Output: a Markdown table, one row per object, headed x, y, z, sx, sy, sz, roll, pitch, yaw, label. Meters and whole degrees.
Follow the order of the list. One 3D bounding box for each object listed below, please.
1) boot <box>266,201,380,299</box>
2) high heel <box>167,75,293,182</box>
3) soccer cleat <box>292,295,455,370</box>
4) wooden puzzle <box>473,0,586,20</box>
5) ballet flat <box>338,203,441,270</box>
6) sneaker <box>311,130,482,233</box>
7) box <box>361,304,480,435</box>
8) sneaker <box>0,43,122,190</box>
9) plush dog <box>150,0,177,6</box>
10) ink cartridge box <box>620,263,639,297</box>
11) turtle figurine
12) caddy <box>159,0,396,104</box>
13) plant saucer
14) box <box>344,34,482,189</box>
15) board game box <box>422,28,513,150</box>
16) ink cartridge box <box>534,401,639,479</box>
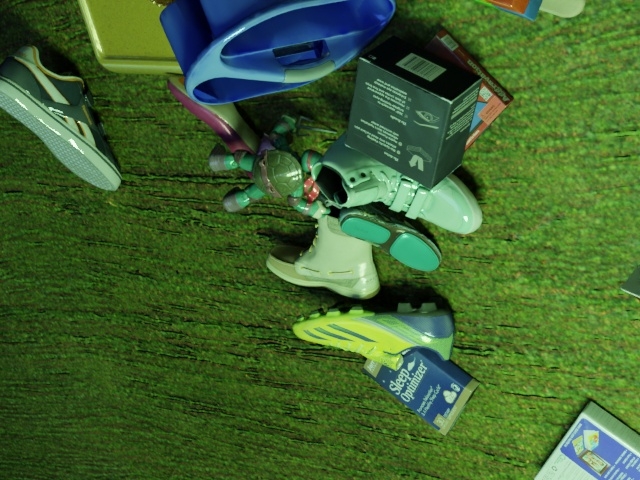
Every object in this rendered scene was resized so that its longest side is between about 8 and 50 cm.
| x | y | z | sx | sy | sz | roll | pitch | yaw | label |
| --- | --- | --- | --- | --- | --- | --- | --- | --- | --- |
| 0.000 | 0.000 | 2.159 | 0.213 | 0.077 | 0.165 | 15 | 129 | 27 | boot |
| -0.163 | -0.180 | 2.164 | 0.244 | 0.082 | 0.117 | 28 | 126 | 2 | high heel |
| 0.084 | 0.160 | 2.141 | 0.289 | 0.093 | 0.121 | -5 | 97 | 25 | soccer cleat |
| 0.136 | -0.360 | 1.602 | 0.322 | 0.348 | 0.080 | 25 | 95 | 26 | wooden puzzle |
| 0.113 | -0.015 | 2.046 | 0.188 | 0.070 | 0.070 | 28 | 145 | -23 | ballet flat |
| 0.106 | -0.062 | 1.920 | 0.256 | 0.151 | 0.094 | 33 | 135 | 17 | sneaker |
| 0.155 | 0.222 | 2.219 | 0.225 | 0.036 | 0.136 | 38 | 138 | 16 | box |
| -0.462 | -0.227 | 2.381 | 0.126 | 0.127 | 0.321 | 5 | 147 | 46 | sneaker |
| -0.173 | -0.449 | 1.899 | 0.210 | 0.263 | 0.225 | -133 | 37 | -60 | plush dog |
| 0.506 | 0.053 | 1.723 | 0.180 | 0.104 | 0.060 | 24 | 133 | 26 | ink cartridge box |
| -0.060 | -0.115 | 2.050 | 0.234 | 0.118 | 0.175 | -8 | 90 | 31 | turtle figurine |
| -0.054 | -0.298 | 1.805 | 0.179 | 0.341 | 0.241 | 61 | 142 | 14 | caddy |
| -0.296 | -0.409 | 2.116 | 0.333 | 0.081 | 0.332 | 7 | 123 | 38 | plant saucer |
| 0.131 | -0.184 | 1.849 | 0.156 | 0.093 | 0.158 | 30 | 134 | 22 | box |
| 0.158 | -0.175 | 1.925 | 0.145 | 0.027 | 0.281 | 47 | 139 | 6 | board game box |
| 0.467 | 0.382 | 2.050 | 0.208 | 0.045 | 0.206 | 38 | 138 | 15 | ink cartridge box |
